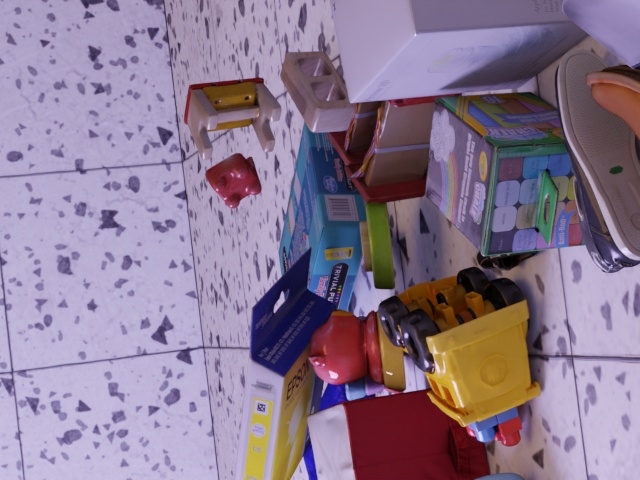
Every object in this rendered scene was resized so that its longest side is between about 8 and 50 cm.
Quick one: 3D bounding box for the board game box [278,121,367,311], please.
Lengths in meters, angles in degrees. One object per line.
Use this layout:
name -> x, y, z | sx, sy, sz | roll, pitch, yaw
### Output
board game box -> 0.000, 0.000, 2.133 | 0.336, 0.079, 0.253 | 103, 164, -46

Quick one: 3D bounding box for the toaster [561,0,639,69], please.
toaster -> 0.302, -0.247, 1.037 | 0.168, 0.110, 0.186 | -63, 12, -14

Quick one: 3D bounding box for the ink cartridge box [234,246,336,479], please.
ink cartridge box -> -0.045, 0.198, 1.820 | 0.303, 0.072, 0.307 | -48, -30, -68

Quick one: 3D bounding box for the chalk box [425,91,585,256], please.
chalk box -> 0.222, -0.069, 1.405 | 0.213, 0.132, 0.132 | -127, 37, -57

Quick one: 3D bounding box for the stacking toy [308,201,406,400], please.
stacking toy -> 0.047, 0.096, 1.848 | 0.309, 0.130, 0.279 | 77, -173, -77

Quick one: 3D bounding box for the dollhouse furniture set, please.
dollhouse furniture set -> -0.013, -0.159, 1.709 | 0.201, 0.374, 0.152 | 105, 148, -44

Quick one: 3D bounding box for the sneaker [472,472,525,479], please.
sneaker -> 0.209, 0.464, 1.626 | 0.319, 0.127, 0.208 | 104, 155, -48

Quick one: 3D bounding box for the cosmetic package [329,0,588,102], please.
cosmetic package -> 0.155, -0.255, 1.394 | 0.224, 0.225, 0.138 | 142, 121, -70

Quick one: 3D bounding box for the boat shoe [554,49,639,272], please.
boat shoe -> 0.281, -0.082, 1.291 | 0.079, 0.084, 0.233 | 133, 125, -66

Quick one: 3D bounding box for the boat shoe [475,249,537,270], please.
boat shoe -> 0.230, 0.017, 1.548 | 0.125, 0.046, 0.038 | 141, 126, -59

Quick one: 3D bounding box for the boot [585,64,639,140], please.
boot -> 0.336, -0.049, 1.138 | 0.283, 0.109, 0.220 | 25, 123, 61

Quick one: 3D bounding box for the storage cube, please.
storage cube -> 0.109, 0.310, 1.772 | 0.215, 0.193, 0.183 | 139, 123, -70

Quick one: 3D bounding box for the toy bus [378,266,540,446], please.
toy bus -> 0.186, 0.157, 1.607 | 0.220, 0.149, 0.211 | -152, 42, -71

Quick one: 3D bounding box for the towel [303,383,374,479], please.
towel -> 0.032, 0.368, 2.215 | 0.308, 0.076, 0.227 | 111, 147, -55
